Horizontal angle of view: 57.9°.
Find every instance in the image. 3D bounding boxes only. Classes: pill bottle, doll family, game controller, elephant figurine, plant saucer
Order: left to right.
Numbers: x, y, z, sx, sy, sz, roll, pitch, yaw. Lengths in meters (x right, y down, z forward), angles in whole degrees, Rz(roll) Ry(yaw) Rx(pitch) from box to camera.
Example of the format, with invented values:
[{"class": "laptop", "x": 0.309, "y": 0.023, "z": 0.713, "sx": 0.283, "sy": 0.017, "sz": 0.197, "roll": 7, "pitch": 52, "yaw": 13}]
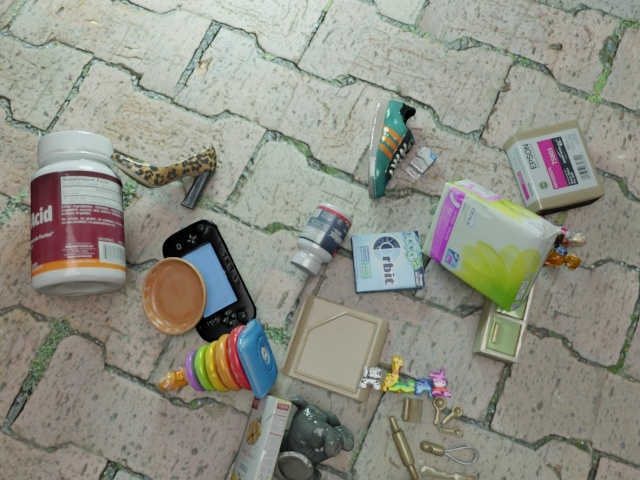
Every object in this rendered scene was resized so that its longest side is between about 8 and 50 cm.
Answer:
[{"class": "pill bottle", "x": -0.626, "y": -0.066, "z": 1.495, "sx": 0.224, "sy": 0.224, "sz": 0.392, "roll": -7, "pitch": 76, "yaw": -2}, {"class": "plant saucer", "x": -0.376, "y": 0.144, "z": 1.508, "sx": 0.200, "sy": 0.037, "sz": 0.200, "roll": -1, "pitch": 87, "yaw": 23}, {"class": "game controller", "x": -0.297, "y": 0.106, "z": 1.536, "sx": 0.166, "sy": 0.067, "sz": 0.319, "roll": -26, "pitch": 77, "yaw": -7}, {"class": "elephant figurine", "x": -0.044, "y": 0.530, "z": 1.396, "sx": 0.239, "sy": 0.169, "sz": 0.186, "roll": -51, "pitch": 52, "yaw": 4}, {"class": "pill bottle", "x": 0.000, "y": 0.000, "z": 1.543, "sx": 0.108, "sy": 0.108, "sz": 0.180, "roll": 28, "pitch": 78, "yaw": 6}, {"class": "doll family", "x": 0.587, "y": 0.014, "z": 1.495, "sx": 0.163, "sy": 0.263, "sz": 0.118, "roll": 38, "pitch": 112, "yaw": 37}]

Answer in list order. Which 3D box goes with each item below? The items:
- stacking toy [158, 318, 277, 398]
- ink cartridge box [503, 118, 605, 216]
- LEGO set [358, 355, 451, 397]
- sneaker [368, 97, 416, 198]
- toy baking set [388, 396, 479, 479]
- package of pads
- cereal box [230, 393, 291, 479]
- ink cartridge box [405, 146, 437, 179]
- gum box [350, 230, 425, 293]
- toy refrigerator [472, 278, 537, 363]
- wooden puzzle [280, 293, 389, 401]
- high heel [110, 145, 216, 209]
[{"class": "stacking toy", "x": -0.274, "y": 0.321, "z": 1.451, "sx": 0.302, "sy": 0.175, "sz": 0.166, "roll": -17, "pitch": 101, "yaw": 13}, {"class": "ink cartridge box", "x": 0.646, "y": -0.199, "z": 1.608, "sx": 0.193, "sy": 0.088, "sz": 0.235, "roll": -14, "pitch": 77, "yaw": -5}, {"class": "LEGO set", "x": 0.215, "y": 0.342, "z": 1.474, "sx": 0.227, "sy": 0.087, "sz": 0.093, "roll": 4, "pitch": 73, "yaw": 7}, {"class": "sneaker", "x": 0.200, "y": -0.255, "z": 1.608, "sx": 0.121, "sy": 0.108, "sz": 0.302, "roll": 8, "pitch": 75, "yaw": 6}, {"class": "toy baking set", "x": 0.290, "y": 0.512, "z": 1.456, "sx": 0.196, "sy": 0.030, "sz": 0.256, "roll": -16, "pitch": 77, "yaw": -4}, {"class": "package of pads", "x": 0.412, "y": -0.001, "z": 1.435, "sx": 0.101, "sy": 0.229, "sz": 0.296, "roll": -15, "pitch": 41, "yaw": -40}, {"class": "cereal box", "x": -0.146, "y": 0.490, "z": 1.386, "sx": 0.047, "sy": 0.173, "sz": 0.240, "roll": 20, "pitch": 75, "yaw": -19}, {"class": "ink cartridge box", "x": 0.285, "y": -0.218, "z": 1.640, "sx": 0.048, "sy": 0.028, "sz": 0.083, "roll": 41, "pitch": 80, "yaw": 9}, {"class": "gum box", "x": 0.181, "y": 0.059, "z": 1.563, "sx": 0.184, "sy": 0.041, "sz": 0.157, "roll": -4, "pitch": 76, "yaw": -2}, {"class": "toy refrigerator", "x": 0.486, "y": 0.176, "z": 1.509, "sx": 0.102, "sy": 0.094, "sz": 0.269, "roll": 18, "pitch": 77, "yaw": 4}, {"class": "wooden puzzle", "x": 0.040, "y": 0.279, "z": 1.511, "sx": 0.238, "sy": 0.044, "sz": 0.221, "roll": 19, "pitch": 76, "yaw": 0}, {"class": "high heel", "x": -0.416, "y": -0.222, "z": 1.567, "sx": 0.261, "sy": 0.093, "sz": 0.186, "roll": 29, "pitch": 80, "yaw": -28}]
